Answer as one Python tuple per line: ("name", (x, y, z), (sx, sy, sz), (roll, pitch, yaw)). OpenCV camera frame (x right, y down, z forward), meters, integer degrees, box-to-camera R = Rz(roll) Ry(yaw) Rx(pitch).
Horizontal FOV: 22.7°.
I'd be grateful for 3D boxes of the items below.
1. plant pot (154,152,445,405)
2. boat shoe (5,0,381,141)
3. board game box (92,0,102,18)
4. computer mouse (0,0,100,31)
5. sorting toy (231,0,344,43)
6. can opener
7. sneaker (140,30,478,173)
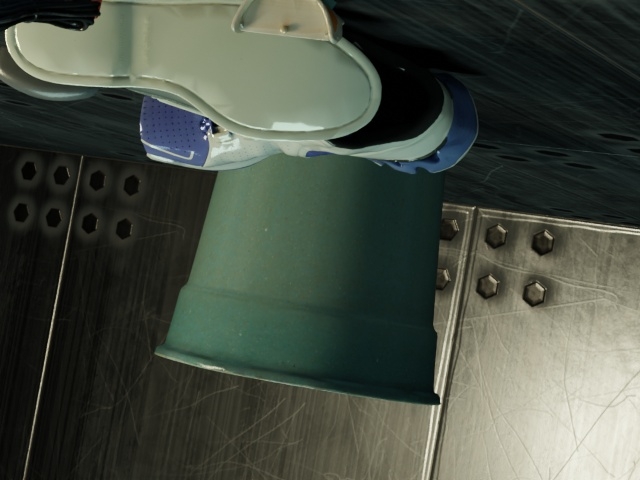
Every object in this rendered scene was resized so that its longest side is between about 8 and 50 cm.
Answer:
("plant pot", (0.000, 0.000, 1.878), (0.341, 0.334, 0.341), (9, 178, 0))
("boat shoe", (-0.101, -0.162, 1.355), (0.319, 0.116, 0.099), (11, -165, 5))
("board game box", (-0.319, -0.223, 1.055), (0.316, 0.064, 0.242), (10, 178, 6))
("computer mouse", (-0.113, -0.165, 0.980), (0.193, 0.042, 0.106), (-18, 175, 25))
("sorting toy", (-0.016, -0.177, 1.242), (0.083, 0.045, 0.075), (9, -175, 18))
("can opener", (-0.341, -0.202, 1.511), (0.280, 0.093, 0.074), (14, 180, 10))
("sneaker", (-0.019, -0.136, 1.462), (0.315, 0.127, 0.182), (2, 173, 11))
